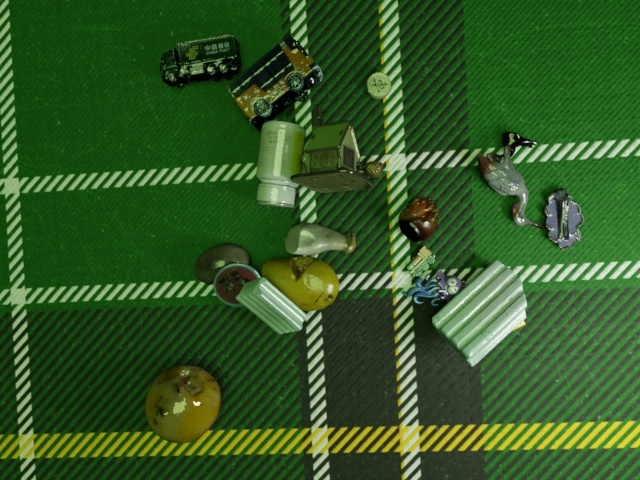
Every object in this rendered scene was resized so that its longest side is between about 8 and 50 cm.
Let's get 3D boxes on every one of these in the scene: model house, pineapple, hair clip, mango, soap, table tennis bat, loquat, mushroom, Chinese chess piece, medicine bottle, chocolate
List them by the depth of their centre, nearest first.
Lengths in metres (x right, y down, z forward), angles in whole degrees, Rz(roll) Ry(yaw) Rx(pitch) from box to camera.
[{"bbox_3d":[0.498,0.218,1.358,0.289,0.095,0.173,-42,47,-2],"label":"soap"},{"bbox_3d":[0.043,-0.302,1.366,0.218,0.205,0.279,0,84,29],"label":"model house"},{"bbox_3d":[-0.150,0.206,1.385,0.198,0.119,0.066,44,49,-22],"label":"soap"},{"bbox_3d":[0.315,-0.071,1.402,0.133,0.127,0.124,-40,78,-12],"label":"chocolate"},{"bbox_3d":[0.771,-0.067,1.404,0.124,0.052,0.195,-4,91,3],"label":"hair clip"},{"bbox_3d":[-0.435,0.519,1.417,0.243,0.244,0.244,0,91,4],"label":"loquat"},{"bbox_3d":[-0.130,-0.238,1.420,0.143,0.143,0.258,9,91,4],"label":"medicine bottle"},{"bbox_3d":[-0.067,0.130,1.426,0.262,0.130,0.167,7,100,13],"label":"mango"},{"bbox_3d":[-0.235,0.170,1.440,0.153,0.040,0.244,-40,112,10],"label":"table tennis bat"},{"bbox_3d":[0.000,0.000,1.445,0.225,0.093,0.116,2,56,-13],"label":"mushroom"},{"bbox_3d":[0.188,-0.502,1.448,0.084,0.034,0.084,0,91,3],"label":"Chinese chess piece"},{"bbox_3d":[0.140,-0.240,1.453,0.124,0.058,0.058,17,92,17],"label":"pineapple"},{"bbox_3d":[-0.330,0.082,1.460,0.188,0.117,0.141,-23,78,8],"label":"mushroom"}]

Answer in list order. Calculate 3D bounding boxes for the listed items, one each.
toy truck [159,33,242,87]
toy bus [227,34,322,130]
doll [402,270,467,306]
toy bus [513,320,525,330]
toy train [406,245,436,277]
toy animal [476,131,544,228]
[{"bbox_3d":[-0.392,-0.582,1.462,0.259,0.088,0.121,-9,91,3],"label":"toy truck"},{"bbox_3d":[-0.142,-0.499,1.422,0.275,0.138,0.167,-36,86,6],"label":"toy bus"},{"bbox_3d":[0.365,0.158,1.431,0.206,0.067,0.110,-14,81,14],"label":"doll"},{"bbox_3d":[0.555,0.273,1.412,0.162,0.074,0.070,-28,88,4],"label":"toy bus"},{"bbox_3d":[0.322,0.072,1.443,0.064,0.044,0.103,44,91,5],"label":"toy train"},{"bbox_3d":[0.595,-0.181,1.396,0.195,0.090,0.324,-9,92,-5],"label":"toy animal"}]
